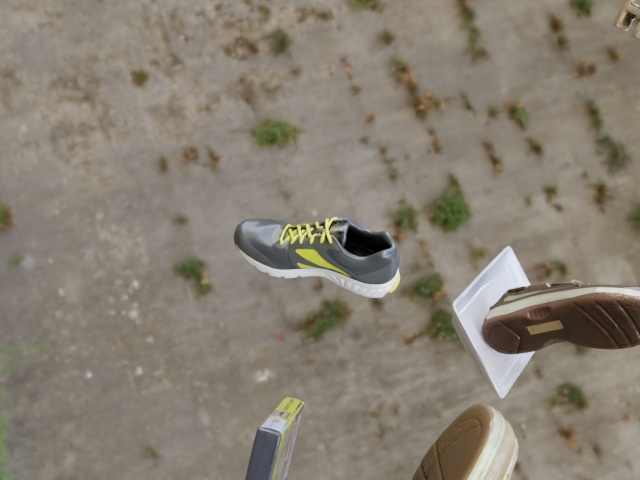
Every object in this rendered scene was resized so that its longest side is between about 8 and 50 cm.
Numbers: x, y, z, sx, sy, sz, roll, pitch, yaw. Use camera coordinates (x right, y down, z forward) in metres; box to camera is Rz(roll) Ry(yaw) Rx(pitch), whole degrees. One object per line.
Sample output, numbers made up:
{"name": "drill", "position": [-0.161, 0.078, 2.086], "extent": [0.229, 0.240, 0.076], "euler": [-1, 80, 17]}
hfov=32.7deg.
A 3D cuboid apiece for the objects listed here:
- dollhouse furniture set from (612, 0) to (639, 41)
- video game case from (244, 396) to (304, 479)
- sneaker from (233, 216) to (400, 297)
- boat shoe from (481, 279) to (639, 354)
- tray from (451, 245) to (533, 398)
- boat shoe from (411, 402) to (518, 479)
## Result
{"name": "dollhouse furniture set", "position": [0.608, -0.328, 1.641], "extent": [0.212, 0.242, 0.161], "euler": [39, -72, 33]}
{"name": "video game case", "position": [-0.083, 0.368, 1.496], "extent": [0.248, 0.035, 0.275], "euler": [-11, 115, -84]}
{"name": "sneaker", "position": [0.000, 0.000, 0.523], "extent": [0.035, 0.083, 0.031], "euler": [101, 2, -52]}
{"name": "boat shoe", "position": [0.340, 0.084, 1.442], "extent": [0.095, 0.257, 0.095], "euler": [-57, 131, -45]}
{"name": "tray", "position": [0.252, 0.112, 1.544], "extent": [0.145, 0.030, 0.270], "euler": [61, 31, -3]}
{"name": "boat shoe", "position": [0.107, 0.271, 0.913], "extent": [0.104, 0.089, 0.285], "euler": [-94, -155, -73]}
